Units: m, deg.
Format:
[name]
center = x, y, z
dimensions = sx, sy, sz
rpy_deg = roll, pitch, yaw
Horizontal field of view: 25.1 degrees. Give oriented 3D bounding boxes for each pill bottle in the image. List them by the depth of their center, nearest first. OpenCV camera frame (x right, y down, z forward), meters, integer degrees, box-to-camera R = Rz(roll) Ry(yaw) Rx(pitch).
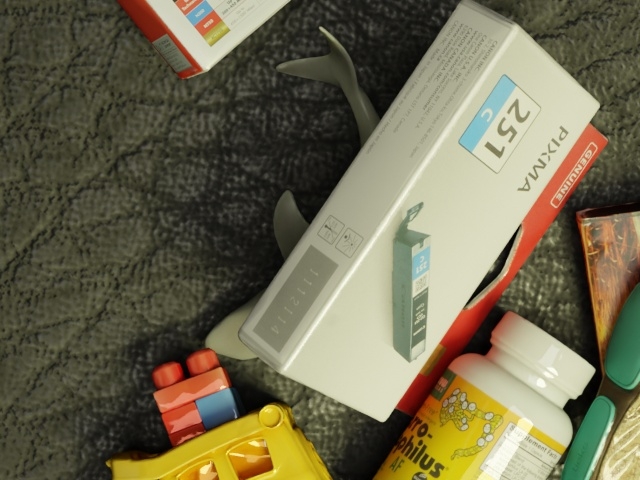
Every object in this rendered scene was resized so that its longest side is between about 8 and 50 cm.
[pill bottle]
center = 0.131, 0.167, 1.178
dimensions = 0.118, 0.117, 0.208
rpy_deg = 35, 89, -9

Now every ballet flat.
[ballet flat]
center = 0.258, 0.125, 1.161
dimensions = 0.067, 0.073, 0.206
rpy_deg = 15, 106, -19

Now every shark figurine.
[shark figurine]
center = 0.023, -0.018, 1.151
dimensions = 0.166, 0.116, 0.278
rpy_deg = 15, 97, -9

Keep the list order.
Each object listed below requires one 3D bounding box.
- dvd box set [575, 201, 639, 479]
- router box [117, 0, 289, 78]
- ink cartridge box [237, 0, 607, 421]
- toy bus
[dvd box set]
center = 0.394, 0.160, 1.200
dimensions = 0.308, 0.062, 0.420
rpy_deg = -7, 98, 10
[router box]
center = -0.066, -0.342, 1.075
dimensions = 0.335, 0.082, 0.301
rpy_deg = -41, 103, -11
[ink cartridge box]
center = 0.108, 0.003, 1.107
dimensions = 0.261, 0.066, 0.296
rpy_deg = 31, 94, -49
[toy bus]
center = -0.101, 0.204, 1.158
dimensions = 0.220, 0.149, 0.211
rpy_deg = -25, 86, 0
